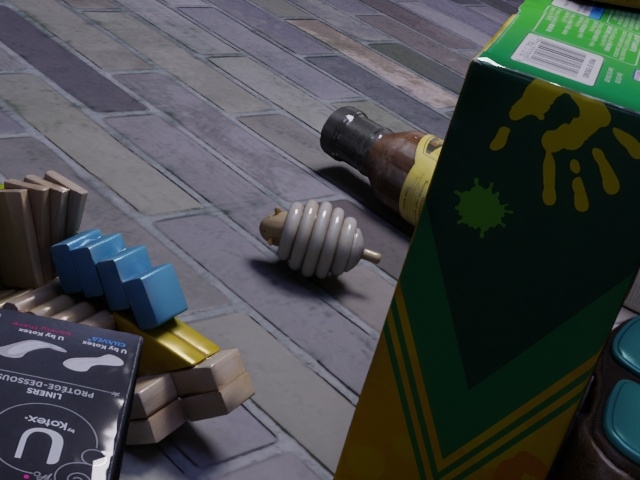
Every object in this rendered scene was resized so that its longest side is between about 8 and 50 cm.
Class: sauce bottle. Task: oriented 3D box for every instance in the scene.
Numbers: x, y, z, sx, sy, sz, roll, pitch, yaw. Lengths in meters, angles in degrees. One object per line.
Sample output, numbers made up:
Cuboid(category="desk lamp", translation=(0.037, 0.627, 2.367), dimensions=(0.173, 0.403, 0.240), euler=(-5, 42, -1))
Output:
Cuboid(category="sauce bottle", translation=(0.140, -0.063, 1.383), dimensions=(0.344, 0.111, 0.111), euler=(34, 31, 32))

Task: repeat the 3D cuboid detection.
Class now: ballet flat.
Cuboid(category="ballet flat", translation=(0.264, 0.161, 0.981), dimensions=(0.116, 0.124, 0.342), euler=(33, 26, 10))

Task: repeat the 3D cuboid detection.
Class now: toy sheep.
Cuboid(category="toy sheep", translation=(0.000, 0.000, 1.207), dimensions=(0.132, 0.091, 0.091), euler=(12, 26, 0))

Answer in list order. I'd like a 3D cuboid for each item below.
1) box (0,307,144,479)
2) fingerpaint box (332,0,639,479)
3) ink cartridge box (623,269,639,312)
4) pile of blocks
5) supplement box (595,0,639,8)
Cuboid(category="box", translation=(-0.193, 0.168, 0.565), dimensions=(0.163, 0.247, 0.142), euler=(12, 25, -8))
Cuboid(category="fingerpaint box", translation=(0.190, -0.010, 1.003), dimensions=(0.163, 0.371, 0.445), euler=(21, 25, 10))
Cuboid(category="ink cartridge box", translation=(0.323, -0.027, 1.387), dimensions=(0.231, 0.134, 0.078), euler=(30, 30, 25))
Cuboid(category="pile of blocks", translation=(-0.224, 0.042, 0.918), dimensions=(0.362, 0.148, 0.113), euler=(26, 27, 19))
Cuboid(category="supplement box", translation=(0.316, -0.251, 1.049), dimensions=(0.234, 0.080, 0.078), euler=(0, 28, -27))
